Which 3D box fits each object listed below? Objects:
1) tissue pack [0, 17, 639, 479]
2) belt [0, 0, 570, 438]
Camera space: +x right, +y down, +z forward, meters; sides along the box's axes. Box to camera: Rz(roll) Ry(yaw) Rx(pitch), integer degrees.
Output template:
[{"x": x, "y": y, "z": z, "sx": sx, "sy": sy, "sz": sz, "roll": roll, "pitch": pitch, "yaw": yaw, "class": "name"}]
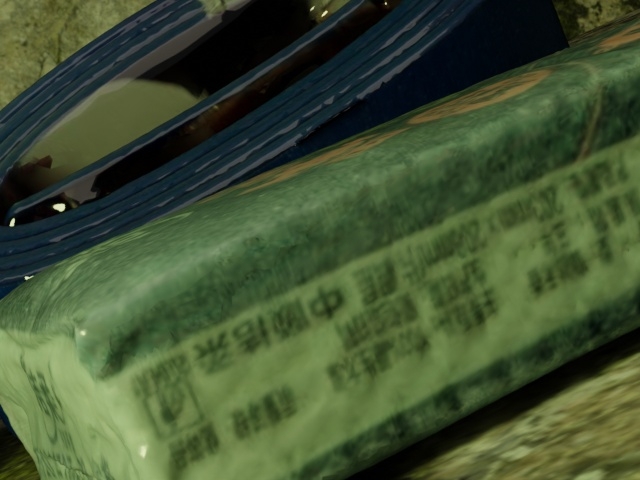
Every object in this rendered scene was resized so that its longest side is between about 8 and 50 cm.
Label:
[{"x": 0.037, "y": 0.005, "z": 0.695, "sx": 0.315, "sy": 0.103, "sz": 0.228, "roll": -24, "pitch": 3, "yaw": -18, "class": "tissue pack"}, {"x": -0.034, "y": -0.042, "z": 0.901, "sx": 0.347, "sy": 0.117, "sz": 0.212, "roll": -34, "pitch": 32, "yaw": -12, "class": "belt"}]
